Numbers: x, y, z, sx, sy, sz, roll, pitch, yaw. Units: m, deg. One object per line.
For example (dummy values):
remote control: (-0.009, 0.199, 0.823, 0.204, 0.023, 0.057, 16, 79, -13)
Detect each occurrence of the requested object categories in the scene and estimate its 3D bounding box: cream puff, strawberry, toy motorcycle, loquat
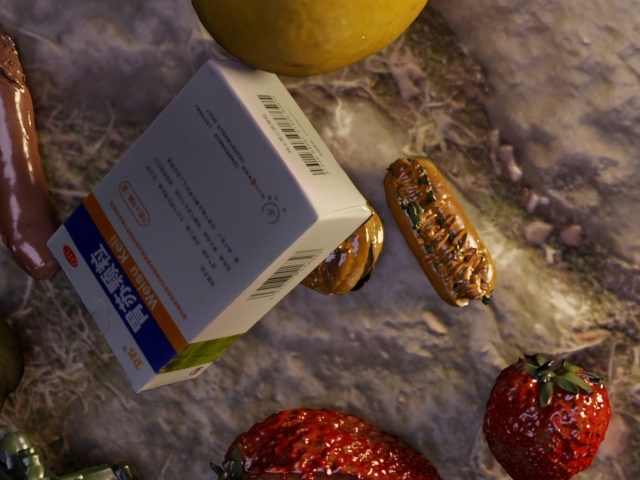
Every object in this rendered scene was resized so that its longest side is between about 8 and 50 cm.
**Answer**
cream puff: (0.000, 0.000, 1.304, 0.133, 0.104, 0.119, -7, 92, 27)
strawberry: (0.236, 0.198, 1.295, 0.131, 0.131, 0.148, 19, 92, 4)
toy motorcycle: (-0.263, 0.325, 1.349, 0.205, 0.127, 0.275, -10, 82, -34)
loquat: (-0.002, -0.302, 1.183, 0.274, 0.275, 0.275, 1, 98, 7)
strawberry: (0.004, 0.233, 1.331, 0.236, 0.175, 0.107, 10, 65, -27)

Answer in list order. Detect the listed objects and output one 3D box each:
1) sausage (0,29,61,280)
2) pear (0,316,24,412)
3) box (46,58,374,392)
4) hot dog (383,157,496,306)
sausage: (-0.345, -0.103, 1.351, 0.078, 0.078, 0.304, -13, 95, 9)
pear: (-0.406, 0.150, 1.354, 0.136, 0.167, 0.167, 35, 101, -11)
box: (-0.122, -0.012, 1.252, 0.299, 0.106, 0.200, -43, 72, 26)
hot dog: (0.128, -0.006, 1.312, 0.072, 0.055, 0.188, -31, 92, 9)
